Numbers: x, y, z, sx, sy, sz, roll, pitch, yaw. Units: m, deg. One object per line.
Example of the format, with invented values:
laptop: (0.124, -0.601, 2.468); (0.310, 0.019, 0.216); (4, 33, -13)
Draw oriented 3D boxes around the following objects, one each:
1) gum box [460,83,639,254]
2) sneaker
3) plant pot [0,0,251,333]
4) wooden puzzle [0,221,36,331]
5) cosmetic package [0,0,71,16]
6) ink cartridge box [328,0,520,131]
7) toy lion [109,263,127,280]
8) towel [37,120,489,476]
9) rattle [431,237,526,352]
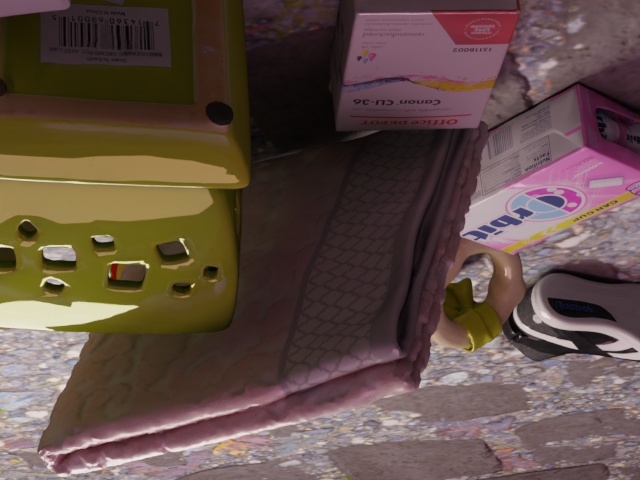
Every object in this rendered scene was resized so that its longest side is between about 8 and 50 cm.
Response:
gum box: (0.195, -0.059, 1.303); (0.107, 0.062, 0.188); (18, 148, -38)
sneaker: (0.295, 0.095, 1.636); (0.217, 0.079, 0.121); (17, 152, -20)
plant pot: (-0.157, -0.083, 1.038); (0.228, 0.227, 0.207); (3, 148, -12)
wooden puzzle: (-0.345, 0.004, 1.202); (0.239, 0.221, 0.044); (-2, 131, 2)
cosmetic package: (-0.269, -0.192, 0.909); (0.231, 0.117, 0.085); (-8, 156, 7)
ink cartridge box: (0.070, -0.137, 1.118); (0.115, 0.067, 0.198); (-1, 155, -5)
toy lion: (-0.164, 0.034, 1.424); (0.034, 0.100, 0.096); (17, 129, -40)
towel: (-0.040, 0.026, 1.175); (0.317, 0.332, 0.053); (-16, 121, 27)
rattle: (0.105, 0.007, 1.473); (0.130, 0.143, 0.200); (-42, 128, 6)
